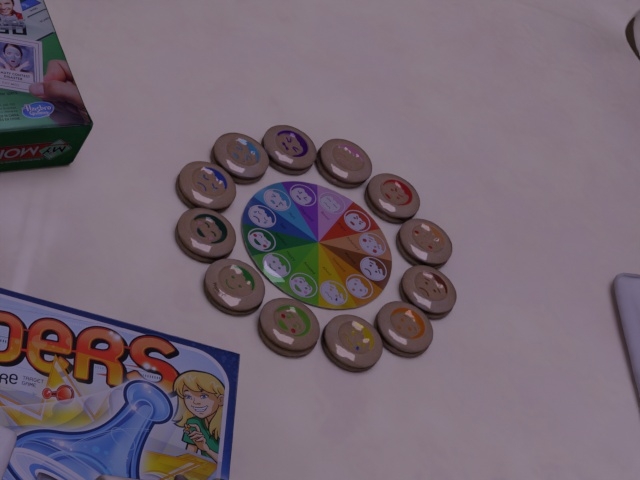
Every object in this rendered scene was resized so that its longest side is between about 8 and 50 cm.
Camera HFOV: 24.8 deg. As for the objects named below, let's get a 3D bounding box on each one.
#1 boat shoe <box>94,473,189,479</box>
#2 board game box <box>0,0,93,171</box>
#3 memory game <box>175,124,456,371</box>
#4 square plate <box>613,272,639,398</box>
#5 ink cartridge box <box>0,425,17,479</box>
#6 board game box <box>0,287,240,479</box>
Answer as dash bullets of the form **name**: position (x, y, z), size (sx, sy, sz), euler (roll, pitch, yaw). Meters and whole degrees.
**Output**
- **boat shoe**: position (-0.024, 0.208, 0.532), size (0.097, 0.116, 0.324), euler (11, 25, -23)
- **board game box**: position (-0.304, -0.126, 0.786), size (0.317, 0.046, 0.213), euler (-7, 62, -33)
- **memory game**: position (0.000, 0.000, 0.881), size (0.186, 0.012, 0.186), euler (15, 46, -16)
- **square plate**: position (0.367, 0.175, 0.899), size (0.344, 0.049, 0.347), euler (12, 47, -18)
- **ink cartridge box**: position (-0.210, 0.192, 0.465), size (0.114, 0.197, 0.272), euler (23, 45, -11)
- **board game box**: position (-0.142, 0.091, 0.707), size (0.201, 0.035, 0.136), euler (16, 46, -16)
